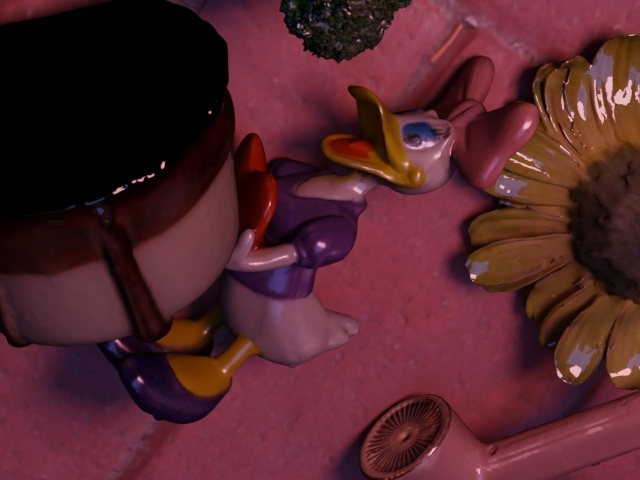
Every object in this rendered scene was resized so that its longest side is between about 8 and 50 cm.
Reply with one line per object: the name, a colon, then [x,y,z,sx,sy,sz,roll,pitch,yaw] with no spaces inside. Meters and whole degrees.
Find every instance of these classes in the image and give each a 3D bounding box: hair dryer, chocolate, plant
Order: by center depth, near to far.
chocolate: [-0.185,-0.036,1.360,0.283,0.284,0.186,-18,132,-4]
plant: [0.299,-0.033,1.517,0.261,0.297,0.306,-33,104,-31]
hair dryer: [0.224,0.200,1.581,0.344,0.107,0.189,-23,121,30]

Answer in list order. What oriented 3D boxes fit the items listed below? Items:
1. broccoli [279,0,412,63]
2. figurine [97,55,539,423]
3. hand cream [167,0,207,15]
broccoli: [-0.020,-0.274,1.278,0.297,0.297,0.298,-5,115,1]
figurine: [-0.006,0.001,1.479,0.193,0.154,0.421,33,105,-29]
hand cream: [-0.125,-0.191,1.429,0.067,0.042,0.194,30,110,-21]
